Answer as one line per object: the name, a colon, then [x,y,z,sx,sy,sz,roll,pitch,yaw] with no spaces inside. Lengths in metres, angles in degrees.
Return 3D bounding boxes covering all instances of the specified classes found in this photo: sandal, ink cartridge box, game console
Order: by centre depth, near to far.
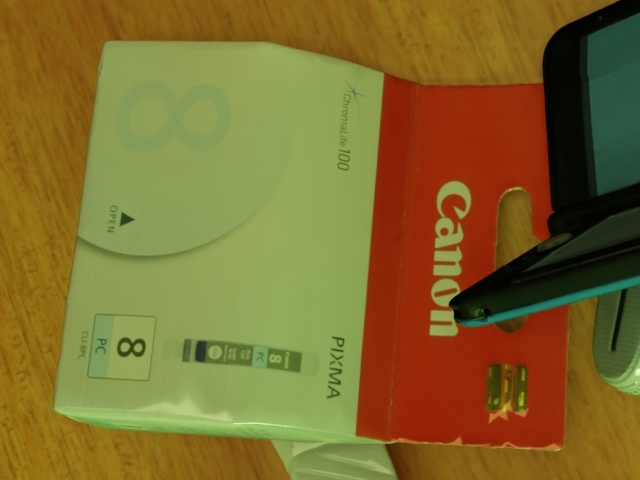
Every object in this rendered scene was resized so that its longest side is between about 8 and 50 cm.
game console: [0.228,-0.084,0.880,0.293,0.250,0.173,-21,93,46]
ink cartridge box: [0.000,0.000,1.026,0.385,0.091,0.308,1,73,13]
sandal: [-0.004,0.137,1.074,0.102,0.076,0.265,-23,71,5]

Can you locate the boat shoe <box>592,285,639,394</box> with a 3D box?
boat shoe: [0.287,-0.026,1.015,0.094,0.109,0.302,11,94,-22]
